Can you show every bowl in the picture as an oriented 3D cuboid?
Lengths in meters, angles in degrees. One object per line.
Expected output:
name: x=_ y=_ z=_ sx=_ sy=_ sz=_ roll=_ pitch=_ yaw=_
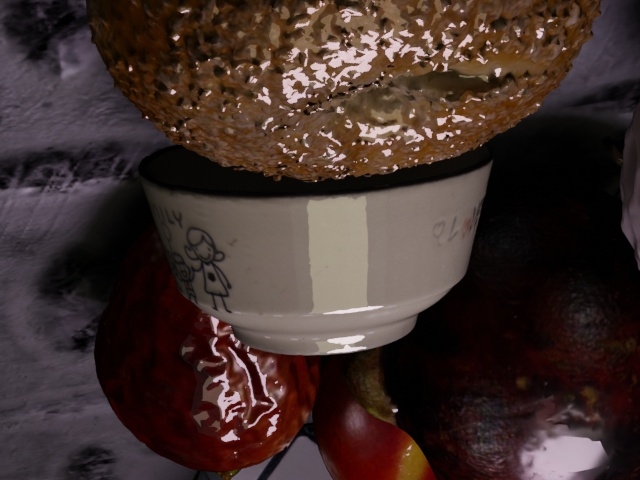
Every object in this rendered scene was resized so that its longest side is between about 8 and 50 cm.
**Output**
bowl: x=0.000 y=0.000 z=1.030 sx=0.237 sy=0.126 sz=0.238 roll=-3 pitch=-167 yaw=1

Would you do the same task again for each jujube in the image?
jujube: x=-0.090 y=0.075 z=1.237 sx=0.190 sy=0.190 sz=0.255 roll=-6 pitch=138 yaw=-15

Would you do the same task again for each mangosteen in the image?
mangosteen: x=0.167 y=0.086 z=1.268 sx=0.311 sy=0.311 sz=0.311 roll=-11 pitch=155 yaw=-5

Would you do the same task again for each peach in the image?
peach: x=0.128 y=0.230 z=1.588 sx=0.257 sy=0.201 sz=0.362 roll=-11 pitch=144 yaw=-9

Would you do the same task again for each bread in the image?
bread: x=0.022 y=-0.134 z=0.861 sx=0.305 sy=0.159 sz=0.305 roll=-10 pitch=154 yaw=-5

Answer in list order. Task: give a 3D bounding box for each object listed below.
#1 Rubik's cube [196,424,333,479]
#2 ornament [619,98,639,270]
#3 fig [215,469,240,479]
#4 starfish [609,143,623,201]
Rubik's cube: x=-0.028 y=0.348 z=1.804 sx=0.205 sy=0.207 sz=0.205 roll=-6 pitch=156 yaw=-18
ornament: x=0.368 y=-0.047 z=1.015 sx=0.337 sy=0.337 sz=0.337 roll=-11 pitch=155 yaw=-5
fig: x=-0.074 y=0.148 z=1.418 sx=0.123 sy=0.156 sz=0.123 roll=-6 pitch=151 yaw=-3
starfish: x=0.305 y=-0.056 z=1.299 sx=0.130 sy=0.041 sz=0.133 roll=-4 pitch=158 yaw=5
